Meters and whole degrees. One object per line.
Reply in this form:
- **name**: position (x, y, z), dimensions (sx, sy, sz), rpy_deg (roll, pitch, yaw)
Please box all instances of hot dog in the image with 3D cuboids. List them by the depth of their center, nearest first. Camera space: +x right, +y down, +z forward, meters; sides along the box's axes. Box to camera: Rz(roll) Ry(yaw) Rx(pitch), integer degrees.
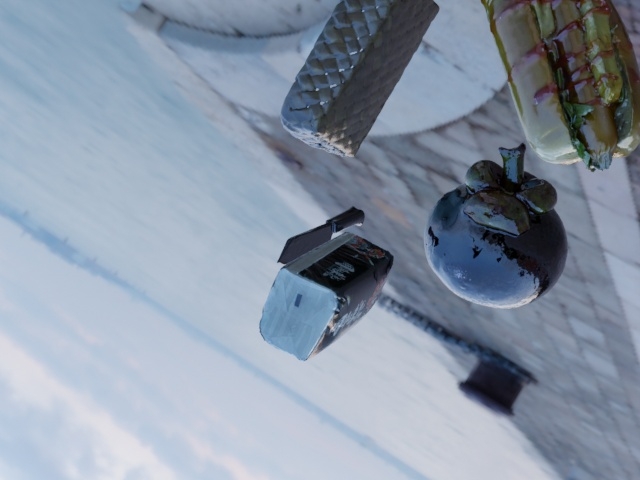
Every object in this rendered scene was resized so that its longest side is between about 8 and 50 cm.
- **hot dog**: position (0.191, -0.162, 0.779), dimensions (0.104, 0.250, 0.076), rpy_deg (-6, 149, -3)

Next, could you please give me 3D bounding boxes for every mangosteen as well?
- **mangosteen**: position (0.262, -0.025, 1.430), dimensions (0.211, 0.250, 0.211), rpy_deg (9, -152, -5)

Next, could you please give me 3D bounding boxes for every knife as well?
- **knife**: position (0.000, 0.000, 1.487), dimensions (0.028, 0.060, 0.230), rpy_deg (17, -158, 27)

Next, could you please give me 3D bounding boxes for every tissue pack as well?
- **tissue pack**: position (0.008, 0.062, 1.147), dimensions (0.090, 0.103, 0.170), rpy_deg (32, -153, 17)

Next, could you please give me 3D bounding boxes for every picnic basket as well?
- **picnic basket**: position (0.042, -0.172, 0.939), dimensions (0.055, 0.193, 0.110), rpy_deg (30, -178, 28)
